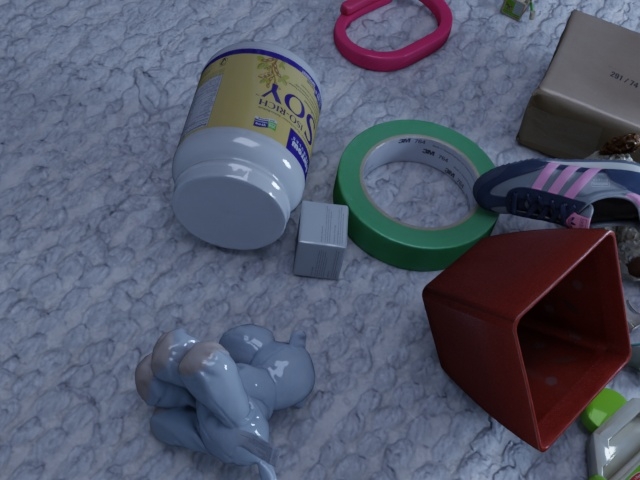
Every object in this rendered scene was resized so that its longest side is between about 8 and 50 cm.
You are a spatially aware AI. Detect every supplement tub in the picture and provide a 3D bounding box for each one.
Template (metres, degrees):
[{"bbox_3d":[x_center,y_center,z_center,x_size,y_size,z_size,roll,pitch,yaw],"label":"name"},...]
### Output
[{"bbox_3d":[-0.134,-0.174,1.727,0.240,0.241,0.331,11,53,-1],"label":"supplement tub"}]

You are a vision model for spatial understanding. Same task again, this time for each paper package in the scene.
[{"bbox_3d":[0.618,-0.293,1.977,0.324,0.168,0.310,23,54,9],"label":"paper package"}]

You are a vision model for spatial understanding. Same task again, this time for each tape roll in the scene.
[{"bbox_3d":[0.187,-0.092,1.819,0.321,0.077,0.321,5,54,-6],"label":"tape roll"}]

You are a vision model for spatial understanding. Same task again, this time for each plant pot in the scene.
[{"bbox_3d":[0.323,0.134,1.551,0.267,0.267,0.235,-37,34,-30],"label":"plant pot"}]

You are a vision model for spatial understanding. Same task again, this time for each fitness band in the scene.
[{"bbox_3d":[0.163,-0.481,2.120,0.290,0.054,0.209,-32,67,-27],"label":"fitness band"}]

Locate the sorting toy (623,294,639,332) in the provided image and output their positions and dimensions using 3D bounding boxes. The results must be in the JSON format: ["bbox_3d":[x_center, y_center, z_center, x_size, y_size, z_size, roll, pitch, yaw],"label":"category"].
[{"bbox_3d":[0.560,0.132,1.736,0.075,0.045,0.083,-21,59,-31],"label":"sorting toy"}]

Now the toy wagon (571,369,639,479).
[{"bbox_3d":[0.548,0.359,1.550,0.267,0.068,0.344,-31,63,-27],"label":"toy wagon"}]

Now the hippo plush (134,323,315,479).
[{"bbox_3d":[-0.113,0.208,1.453,0.294,0.234,0.236,20,39,30],"label":"hippo plush"}]

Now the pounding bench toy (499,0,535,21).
[{"bbox_3d":[0.478,-0.555,2.218,0.083,0.052,0.065,31,55,14],"label":"pounding bench toy"}]

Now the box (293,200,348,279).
[{"bbox_3d":[0.000,0.000,1.706,0.087,0.101,0.102,6,52,-4],"label":"box"}]

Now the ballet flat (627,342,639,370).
[{"bbox_3d":[0.628,0.216,1.665,0.213,0.072,0.068,0,60,-9],"label":"ballet flat"}]

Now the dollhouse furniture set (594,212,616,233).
[{"bbox_3d":[0.455,0.046,1.754,0.181,0.101,0.161,-14,33,36],"label":"dollhouse furniture set"}]

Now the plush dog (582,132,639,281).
[{"bbox_3d":[0.593,-0.087,1.814,0.225,0.262,0.210,32,22,3],"label":"plush dog"}]

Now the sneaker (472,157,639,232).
[{"bbox_3d":[0.431,-0.070,1.684,0.318,0.112,0.131,-3,47,14],"label":"sneaker"}]
